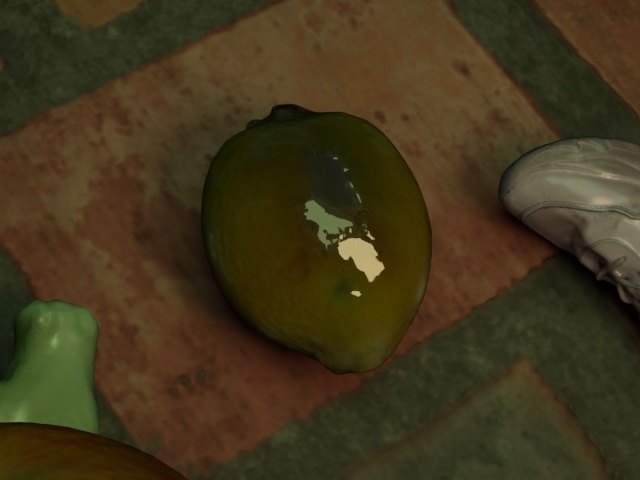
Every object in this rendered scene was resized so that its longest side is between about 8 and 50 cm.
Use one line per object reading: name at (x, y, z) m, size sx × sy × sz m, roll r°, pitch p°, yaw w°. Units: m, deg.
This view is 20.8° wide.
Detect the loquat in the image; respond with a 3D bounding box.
loquat at (0.000, 0.000, 1.160) m, size 0.152 × 0.152 × 0.195 m, roll -15°, pitch 74°, yaw -16°

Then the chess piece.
chess piece at (-0.255, 0.076, 1.089) m, size 0.298 × 0.176 × 0.176 m, roll 32°, pitch 62°, yaw -7°

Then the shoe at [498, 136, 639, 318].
shoe at (0.237, 0.017, 1.214) m, size 0.245 × 0.095 × 0.137 m, roll 15°, pitch 58°, yaw -8°

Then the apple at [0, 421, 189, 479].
apple at (-0.184, 0.268, 0.841) m, size 0.400 × 0.333 × 0.400 m, roll -20°, pitch 29°, yaw 12°
